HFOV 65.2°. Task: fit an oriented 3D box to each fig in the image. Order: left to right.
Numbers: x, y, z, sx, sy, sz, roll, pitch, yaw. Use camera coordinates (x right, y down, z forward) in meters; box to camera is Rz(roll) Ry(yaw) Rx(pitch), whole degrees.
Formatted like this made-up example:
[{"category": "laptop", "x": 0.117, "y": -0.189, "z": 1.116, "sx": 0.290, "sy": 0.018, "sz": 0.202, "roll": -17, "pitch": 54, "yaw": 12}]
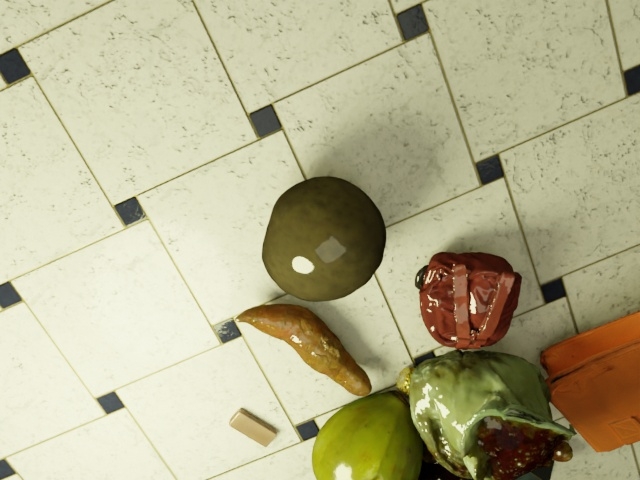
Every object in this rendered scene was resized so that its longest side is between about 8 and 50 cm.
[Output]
[{"category": "fig", "x": 0.114, "y": 0.462, "z": 1.118, "sx": 0.240, "sy": 0.239, "sz": 0.271, "roll": 26, "pitch": 89, "yaw": -12}, {"category": "fig", "x": 0.600, "y": 0.543, "z": 1.274, "sx": 0.083, "sy": 0.050, "sz": 0.050, "roll": -36, "pitch": 109, "yaw": 28}]

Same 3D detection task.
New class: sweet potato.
[{"category": "sweet potato", "x": -0.016, "y": 0.220, "z": 1.095, "sx": 0.355, "sy": 0.095, "sz": 0.106, "roll": 36, "pitch": 58, "yaw": -16}]

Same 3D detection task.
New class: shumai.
[{"category": "shumai", "x": 0.375, "y": 0.336, "z": 0.991, "sx": 0.330, "sy": 0.288, "sz": 0.291, "roll": -7, "pitch": 68, "yaw": -22}]

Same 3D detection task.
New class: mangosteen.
[{"category": "mangosteen", "x": 0.306, "y": 0.539, "z": 1.175, "sx": 0.210, "sy": 0.210, "sz": 0.209, "roll": -1, "pitch": 109, "yaw": -3}]

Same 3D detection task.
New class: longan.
[{"category": "longan", "x": 0.000, "y": 0.000, "z": 0.959, "sx": 0.248, "sy": 0.248, "sz": 0.248, "roll": -1, "pitch": 109, "yaw": -3}]

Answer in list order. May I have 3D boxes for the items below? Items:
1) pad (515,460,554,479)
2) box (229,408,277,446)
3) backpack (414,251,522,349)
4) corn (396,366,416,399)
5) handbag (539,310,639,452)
[{"category": "pad", "x": 0.526, "y": 0.683, "z": 1.335, "sx": 0.164, "sy": 0.004, "sz": 0.242, "roll": 1, "pitch": 109, "yaw": -4}, {"category": "box", "x": -0.161, "y": 0.448, "z": 1.198, "sx": 0.115, "sy": 0.025, "sz": 0.048, "roll": 36, "pitch": 98, "yaw": -15}, {"category": "backpack", "x": 0.313, "y": 0.132, "z": 1.059, "sx": 0.229, "sy": 0.139, "sz": 0.229, "roll": -1, "pitch": 107, "yaw": -3}, {"category": "corn", "x": 0.301, "y": 0.371, "z": 1.168, "sx": 0.260, "sy": 0.091, "sz": 0.091, "roll": 25, "pitch": 74, "yaw": -11}, {"category": "handbag", "x": 0.726, "y": 0.299, "z": 1.093, "sx": 0.410, "sy": 0.116, "sz": 0.303, "roll": -35, "pitch": 107, "yaw": 31}]
